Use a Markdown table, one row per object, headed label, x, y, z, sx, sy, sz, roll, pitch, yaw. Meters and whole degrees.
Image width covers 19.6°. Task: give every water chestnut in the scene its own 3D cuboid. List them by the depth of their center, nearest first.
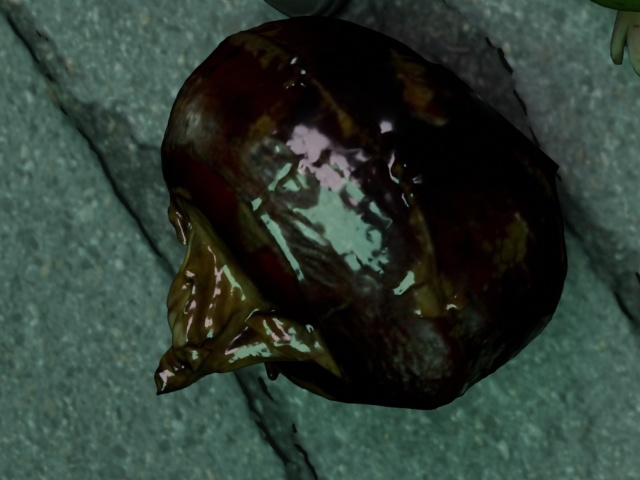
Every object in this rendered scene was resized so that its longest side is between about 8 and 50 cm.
| label | x | y | z | sx | sy | sz | roll | pitch | yaw |
| --- | --- | --- | --- | --- | --- | --- | --- | --- | --- |
| water chestnut | 0.000 | 0.000 | 1.427 | 0.347 | 0.335 | 0.335 | -42 | 90 | -9 |

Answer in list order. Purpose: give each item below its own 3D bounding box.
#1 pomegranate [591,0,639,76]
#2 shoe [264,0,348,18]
| label | x | y | z | sx | sy | sz | roll | pitch | yaw |
| --- | --- | --- | --- | --- | --- | --- | --- | --- | --- |
| pomegranate | 0.245 | -0.229 | 1.370 | 0.187 | 0.187 | 0.225 | 4 | 132 | 17 |
| shoe | -0.086 | -0.292 | 1.460 | 0.109 | 0.149 | 0.293 | -31 | 93 | 22 |
